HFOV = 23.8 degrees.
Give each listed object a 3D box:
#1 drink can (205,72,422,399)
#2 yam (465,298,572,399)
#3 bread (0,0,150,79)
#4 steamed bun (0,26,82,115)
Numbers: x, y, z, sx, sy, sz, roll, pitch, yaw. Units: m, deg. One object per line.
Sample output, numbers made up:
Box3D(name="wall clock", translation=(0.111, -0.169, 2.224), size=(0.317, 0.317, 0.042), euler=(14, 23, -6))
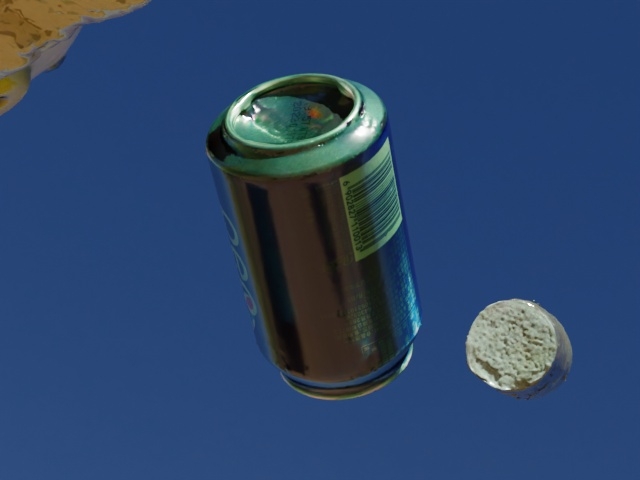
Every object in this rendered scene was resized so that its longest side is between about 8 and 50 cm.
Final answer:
Box3D(name="drink can", translation=(0.000, 0.000, 0.982), size=(0.118, 0.118, 0.205), euler=(0, -53, 16))
Box3D(name="yam", translation=(0.218, 0.119, 1.637), size=(0.106, 0.106, 0.259), euler=(4, -6, 12))
Box3D(name="bread", translation=(-0.238, -0.351, 1.016), size=(0.371, 0.390, 0.279), euler=(39, -31, -29))
Box3D(name="steamed bun", translation=(-0.406, -0.280, 1.572), size=(0.374, 0.334, 0.334), euler=(-23, -55, 10))
